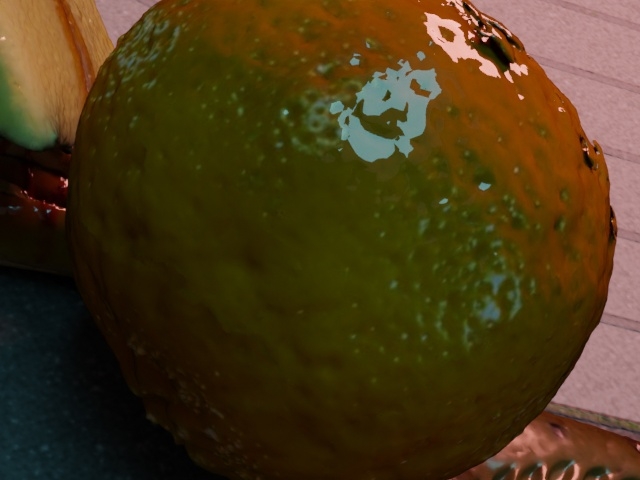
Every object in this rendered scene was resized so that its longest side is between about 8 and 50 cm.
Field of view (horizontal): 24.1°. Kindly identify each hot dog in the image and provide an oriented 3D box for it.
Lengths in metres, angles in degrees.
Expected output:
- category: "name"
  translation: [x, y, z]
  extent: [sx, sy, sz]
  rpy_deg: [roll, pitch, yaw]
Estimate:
- category: "hot dog"
  translation: [-0.216, -0.034, 1.019]
  extent: [0.250, 0.076, 0.104]
  rpy_deg: [11, 43, -15]

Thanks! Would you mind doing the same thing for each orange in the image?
- category: "orange"
  translation: [0.000, 0.000, 0.911]
  extent: [0.340, 0.340, 0.293]
  rpy_deg: [41, 72, 14]

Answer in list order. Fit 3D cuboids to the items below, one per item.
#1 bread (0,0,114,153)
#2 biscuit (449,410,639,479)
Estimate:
- category: "bread"
  translation: [-0.216, -0.129, 0.996]
  extent: [0.178, 0.142, 0.266]
  rpy_deg: [31, 13, -4]
- category: "biscuit"
  translation: [0.174, 0.250, 0.968]
  extent: [0.359, 0.046, 0.359]
  rpy_deg: [16, 42, -15]
